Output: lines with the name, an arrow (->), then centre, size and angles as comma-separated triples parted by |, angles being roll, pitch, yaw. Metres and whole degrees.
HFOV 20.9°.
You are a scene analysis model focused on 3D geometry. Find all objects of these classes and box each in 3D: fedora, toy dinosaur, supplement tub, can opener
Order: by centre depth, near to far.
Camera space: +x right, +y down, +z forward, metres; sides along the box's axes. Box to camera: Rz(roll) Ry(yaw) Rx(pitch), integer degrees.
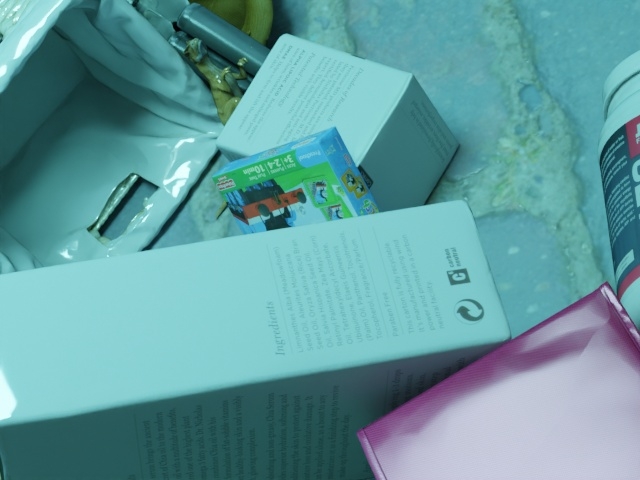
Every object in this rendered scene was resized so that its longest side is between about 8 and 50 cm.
supplement tub -> 0.364, -0.037, 1.639 | 0.191, 0.191, 0.272 | -15, 58, 20
toy dinosaur -> -0.091, -0.140, 1.972 | 0.112, 0.211, 0.064 | -9, 21, 22
can opener -> -0.138, -0.245, 2.040 | 0.283, 0.095, 0.076 | 33, 117, 6
fedora -> -0.121, -0.299, 2.089 | 0.194, 0.194, 0.079 | 14, 32, 32

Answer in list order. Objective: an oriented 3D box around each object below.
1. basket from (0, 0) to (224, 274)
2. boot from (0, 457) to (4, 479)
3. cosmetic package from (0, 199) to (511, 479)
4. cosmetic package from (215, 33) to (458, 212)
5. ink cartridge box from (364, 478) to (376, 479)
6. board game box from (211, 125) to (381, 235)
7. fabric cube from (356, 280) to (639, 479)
basket -> -0.343, -0.136, 1.978 | 0.266, 0.331, 0.328 | 30, 79, 38
boot -> -0.287, 0.243, 1.866 | 0.137, 0.077, 0.198 | -38, 65, 11
cosmetic package -> -0.071, 0.121, 1.596 | 0.453, 0.230, 0.161 | -9, 56, -9
cosmetic package -> 0.020, -0.105, 1.882 | 0.183, 0.151, 0.151 | 21, 74, 34
ink cartridge box -> 0.072, 0.188, 1.755 | 0.208, 0.045, 0.206 | -23, 55, 13
board game box -> 0.000, 0.000, 1.782 | 0.160, 0.211, 0.039 | -16, 19, 43
fabric cube -> 0.228, 0.243, 1.510 | 0.258, 0.259, 0.254 | -31, 52, 8
